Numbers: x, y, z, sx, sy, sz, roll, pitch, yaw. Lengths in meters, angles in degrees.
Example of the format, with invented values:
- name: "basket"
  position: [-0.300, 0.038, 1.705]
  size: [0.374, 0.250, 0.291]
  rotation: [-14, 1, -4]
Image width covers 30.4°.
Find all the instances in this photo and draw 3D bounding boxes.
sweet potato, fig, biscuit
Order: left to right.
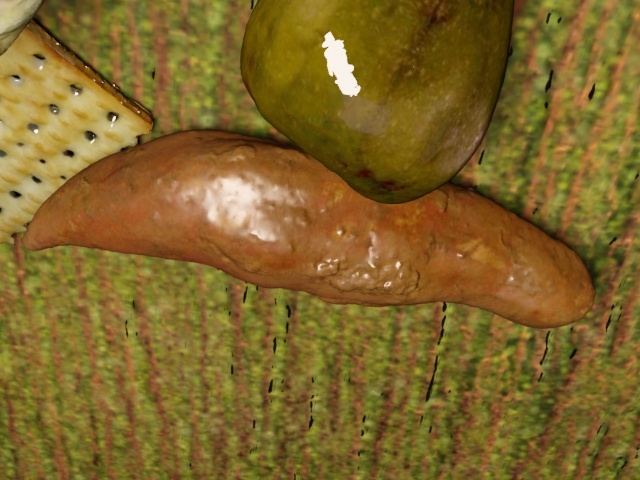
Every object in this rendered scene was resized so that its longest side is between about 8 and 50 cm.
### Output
- name: "biscuit"
  position: [-0.211, -0.062, 0.725]
  size: [0.203, 0.016, 0.144]
  rotation: [-32, 124, 32]
- name: "sweet potato"
  position: [-0.001, -0.011, 0.698]
  size: [0.354, 0.095, 0.106]
  rotation: [8, 132, -3]
- name: "fig"
  position: [0.048, -0.114, 0.592]
  size: [0.133, 0.185, 0.126]
  rotation: [37, 173, 4]

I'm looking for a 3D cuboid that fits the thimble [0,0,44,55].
- name: "thimble"
  position: [-0.167, -0.180, 0.505]
  size: [0.137, 0.144, 0.190]
  rotation: [12, 136, -5]
